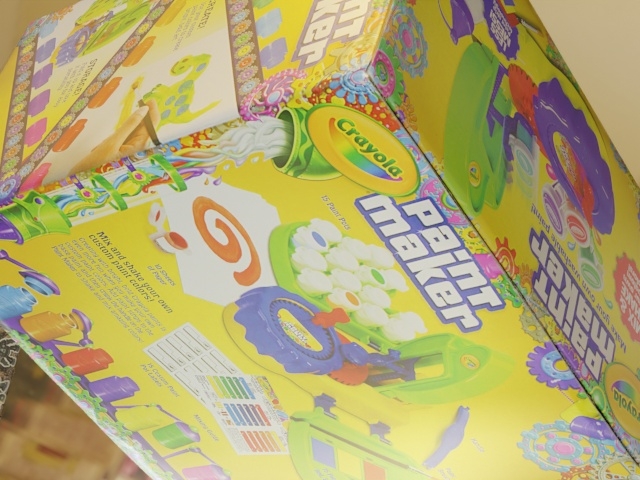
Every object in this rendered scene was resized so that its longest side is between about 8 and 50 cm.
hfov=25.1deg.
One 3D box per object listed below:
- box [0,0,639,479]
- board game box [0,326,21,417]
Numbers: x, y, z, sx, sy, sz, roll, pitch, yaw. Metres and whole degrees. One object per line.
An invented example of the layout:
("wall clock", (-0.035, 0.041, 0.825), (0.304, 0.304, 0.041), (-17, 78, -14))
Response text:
("box", (0.000, 0.000, 0.772), (0.290, 0.279, 0.177), (53, -142, -33))
("board game box", (-0.400, 0.027, 1.075), (0.291, 0.232, 0.141), (32, -115, -47))
